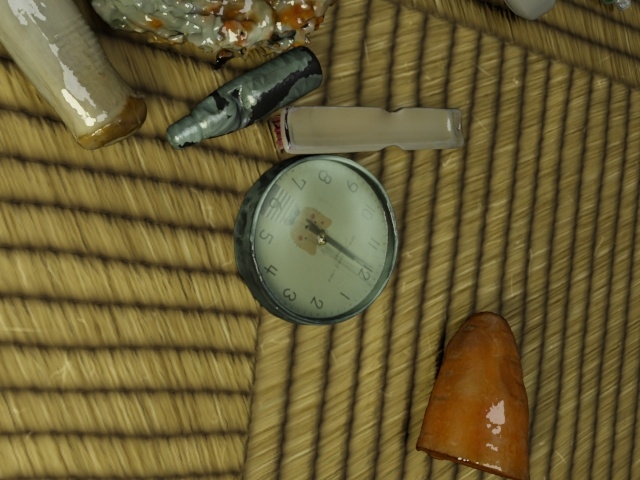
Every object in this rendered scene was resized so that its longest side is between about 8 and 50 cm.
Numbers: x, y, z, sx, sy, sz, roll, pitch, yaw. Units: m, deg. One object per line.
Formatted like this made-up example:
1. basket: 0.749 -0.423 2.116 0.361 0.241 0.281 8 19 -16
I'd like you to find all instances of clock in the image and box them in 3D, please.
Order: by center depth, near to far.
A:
1. clock: 0.000 0.000 0.923 0.226 0.049 0.226 0 91 -28

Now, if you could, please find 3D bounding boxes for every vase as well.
1. vase: -0.093 -0.167 0.859 0.211 0.060 0.060 -35 107 -23

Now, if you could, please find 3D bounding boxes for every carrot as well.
1. carrot: 0.229 0.215 1.015 0.159 0.159 0.225 22 69 -28

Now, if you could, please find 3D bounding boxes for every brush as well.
1. brush: 0.074 -0.149 0.966 0.321 0.050 0.060 -7 92 -37

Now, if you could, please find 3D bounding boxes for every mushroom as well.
1. mushroom: -0.298 -0.240 0.706 0.095 0.123 0.351 -31 116 8

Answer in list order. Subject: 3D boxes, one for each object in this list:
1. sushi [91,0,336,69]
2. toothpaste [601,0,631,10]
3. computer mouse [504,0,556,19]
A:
1. sushi: -0.109 -0.397 0.774 0.417 0.176 0.418 -1 91 -27
2. toothpaste: 0.424 -0.462 1.152 0.248 0.047 0.078 37 74 -23
3. computer mouse: 0.273 -0.435 0.985 0.121 0.297 0.184 -1 77 13
